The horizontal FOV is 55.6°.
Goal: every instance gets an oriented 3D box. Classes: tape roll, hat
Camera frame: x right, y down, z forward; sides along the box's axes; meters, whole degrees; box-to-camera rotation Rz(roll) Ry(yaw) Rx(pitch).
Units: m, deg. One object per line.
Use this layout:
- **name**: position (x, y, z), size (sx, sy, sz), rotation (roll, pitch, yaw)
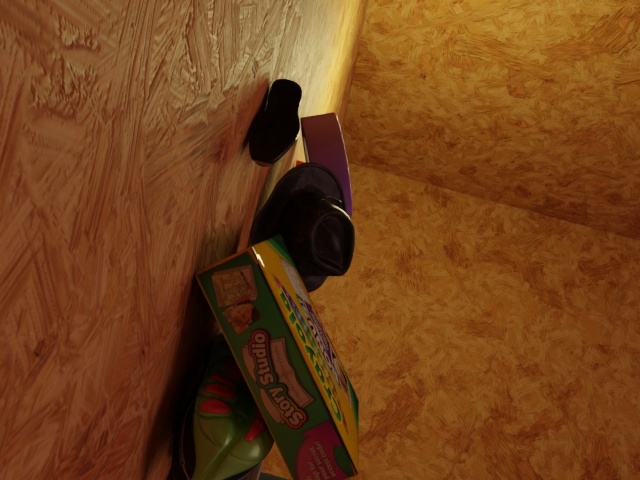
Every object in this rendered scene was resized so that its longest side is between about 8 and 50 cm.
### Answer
- **tape roll**: position (0.013, -0.185, 1.560), size (0.275, 0.090, 0.274), rotation (169, -90, -88)
- **hat**: position (0.000, 0.000, 1.351), size (0.331, 0.134, 0.331), rotation (-27, 127, -43)

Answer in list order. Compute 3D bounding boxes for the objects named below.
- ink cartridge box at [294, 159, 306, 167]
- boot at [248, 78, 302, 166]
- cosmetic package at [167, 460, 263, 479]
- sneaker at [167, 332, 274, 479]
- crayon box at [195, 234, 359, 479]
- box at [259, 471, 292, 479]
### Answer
- **ink cartridge box**: position (-0.054, -0.167, 1.710), size (0.029, 0.063, 0.115), rotation (110, -4, -86)
- **boot**: position (-0.079, -0.164, 1.043), size (0.137, 0.077, 0.198), rotation (111, -2, -50)
- **cosmetic package**: position (-0.222, 0.529, 1.067), size (0.113, 0.160, 0.309), rotation (105, 3, -46)
- **sneaker**: position (-0.174, 0.303, 1.090), size (0.202, 0.185, 0.483), rotation (-53, 179, 6)
- **crayon box**: position (-0.051, 0.179, 1.013), size (0.313, 0.106, 0.363), rotation (-57, 121, -86)
- **box**: position (-0.232, 0.903, 1.591), size (0.472, 0.297, 0.479), rotation (79, 25, -82)
